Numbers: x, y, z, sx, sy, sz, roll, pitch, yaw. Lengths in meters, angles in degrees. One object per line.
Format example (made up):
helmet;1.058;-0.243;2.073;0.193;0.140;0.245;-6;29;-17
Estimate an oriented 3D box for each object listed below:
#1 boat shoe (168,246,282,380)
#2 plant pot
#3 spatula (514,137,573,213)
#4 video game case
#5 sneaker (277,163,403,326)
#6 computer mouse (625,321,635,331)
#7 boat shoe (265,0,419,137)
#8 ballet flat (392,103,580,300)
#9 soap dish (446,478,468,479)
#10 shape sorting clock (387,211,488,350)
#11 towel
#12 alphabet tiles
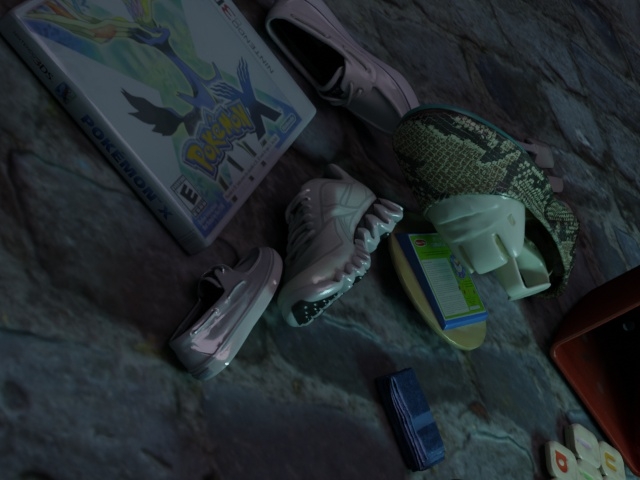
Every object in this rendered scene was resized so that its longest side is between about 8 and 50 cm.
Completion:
boat shoe;-0.098;0.059;1.011;0.063;0.066;0.184;49;47;-19
plant pot;0.547;0.162;1.588;0.267;0.267;0.236;54;24;-10
spatula;0.362;-0.109;1.731;0.242;0.019;0.168;5;69;-49
video game case;-0.158;-0.185;1.115;0.300;0.036;0.329;51;37;-14
sneaker;0.000;0.000;1.137;0.118;0.110;0.292;46;27;-5
computer mouse;0.637;0.178;1.856;0.242;0.041;0.071;29;46;-38
boat shoe;0.025;-0.217;1.331;0.258;0.095;0.084;40;43;-11
ballet flat;0.251;-0.018;1.372;0.483;0.164;0.182;30;53;-54
soap dish;0.106;0.359;1.006;0.291;0.118;0.229;7;62;-48
shape sorting clock;0.155;0.053;1.338;0.206;0.040;0.206;38;37;-36
towel;0.111;0.210;1.189;0.067;0.029;0.119;-8;73;-54
alphabet tiles;0.403;0.410;1.424;0.278;0.021;0.284;35;43;-33
